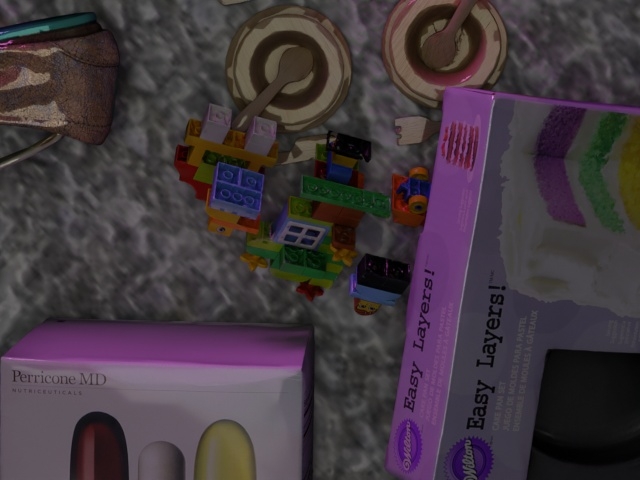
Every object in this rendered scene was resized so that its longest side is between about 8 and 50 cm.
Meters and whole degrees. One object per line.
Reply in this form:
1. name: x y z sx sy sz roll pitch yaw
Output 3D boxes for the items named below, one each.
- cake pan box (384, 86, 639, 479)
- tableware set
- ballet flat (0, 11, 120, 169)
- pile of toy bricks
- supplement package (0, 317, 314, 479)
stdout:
1. cake pan box: 0.177 0.044 1.034 0.245 0.070 0.267 6 98 -23
2. tableware set: 0.030 -0.124 1.083 0.194 0.039 0.128 -9 96 3
3. ballet flat: -0.289 -0.080 1.071 0.316 0.107 0.106 -6 103 4
4. pile of toy bricks: 0.000 0.000 1.075 0.212 0.118 0.105 15 141 -14
5. supplement package: -0.103 0.164 1.065 0.194 0.149 0.203 1 97 2
